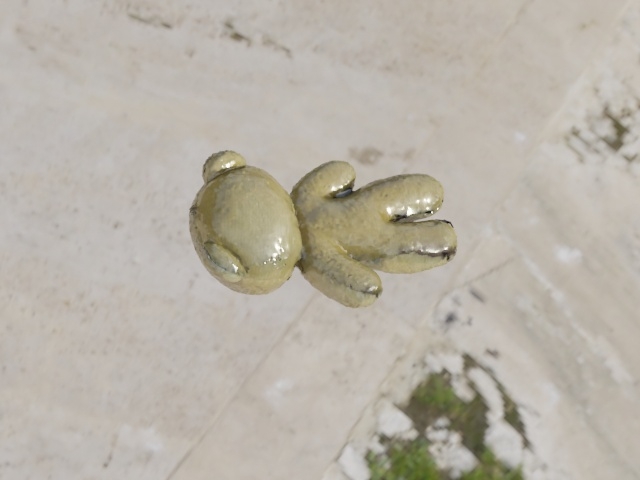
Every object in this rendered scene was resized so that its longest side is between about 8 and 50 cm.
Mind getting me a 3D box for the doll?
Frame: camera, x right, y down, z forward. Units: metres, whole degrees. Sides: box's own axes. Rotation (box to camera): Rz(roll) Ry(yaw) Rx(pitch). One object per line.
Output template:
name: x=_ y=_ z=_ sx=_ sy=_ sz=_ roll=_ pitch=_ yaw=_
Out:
doll: x=0.001 y=-0.005 z=0.487 sx=0.093 sy=0.051 sz=0.061 roll=-12 pitch=59 yaw=0
